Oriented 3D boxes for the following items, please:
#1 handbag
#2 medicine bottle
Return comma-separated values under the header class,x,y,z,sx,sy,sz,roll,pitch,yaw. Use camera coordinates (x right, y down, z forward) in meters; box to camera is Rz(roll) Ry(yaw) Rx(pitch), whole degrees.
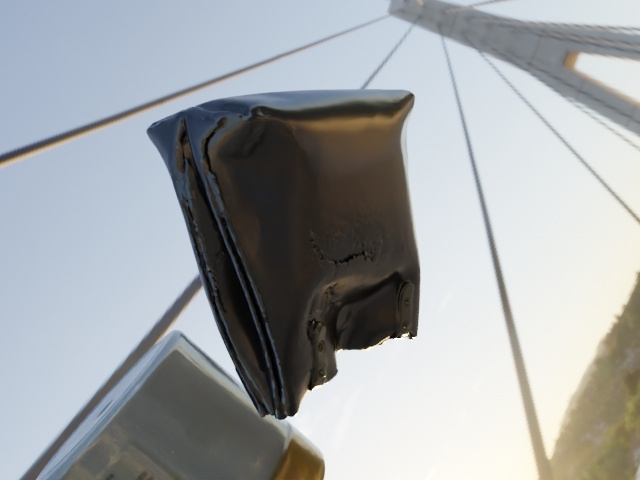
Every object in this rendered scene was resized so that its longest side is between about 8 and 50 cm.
class,x,y,z,sx,sy,sz,roll,pitch,yaw
handbag,0.000,0.000,0.755,0.342,0.152,0.287,-17,-82,-52
medicine bottle,-0.154,0.257,0.829,0.238,0.232,0.238,-47,7,8
